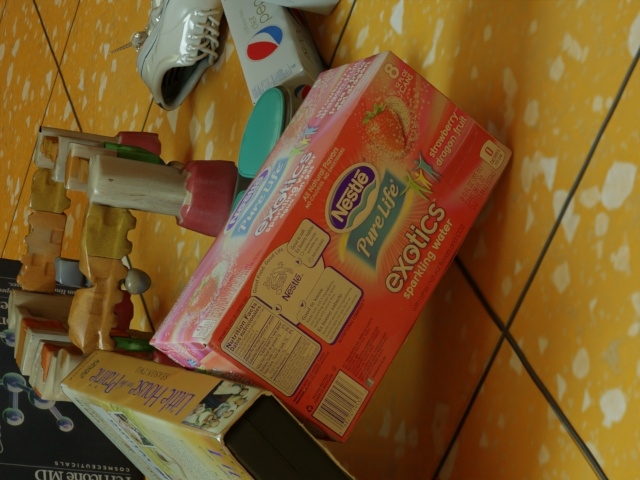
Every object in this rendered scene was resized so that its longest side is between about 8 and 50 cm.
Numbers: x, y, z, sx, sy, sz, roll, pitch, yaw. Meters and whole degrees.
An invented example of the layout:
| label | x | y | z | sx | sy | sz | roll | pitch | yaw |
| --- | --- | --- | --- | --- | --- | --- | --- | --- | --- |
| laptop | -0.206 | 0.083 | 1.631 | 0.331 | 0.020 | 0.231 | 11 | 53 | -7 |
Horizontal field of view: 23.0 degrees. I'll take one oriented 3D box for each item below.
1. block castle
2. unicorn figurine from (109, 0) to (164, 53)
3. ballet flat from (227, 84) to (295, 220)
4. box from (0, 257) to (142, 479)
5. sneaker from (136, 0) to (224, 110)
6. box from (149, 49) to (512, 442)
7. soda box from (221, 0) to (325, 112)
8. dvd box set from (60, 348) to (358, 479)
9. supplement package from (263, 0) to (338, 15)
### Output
| label | x | y | z | sx | sy | sz | roll | pitch | yaw |
| --- | --- | --- | --- | --- | --- | --- | --- | --- | --- |
| block castle | -0.222 | 0.030 | 1.865 | 0.453 | 0.212 | 0.303 | -156 | 76 | -69 |
| unicorn figurine | -0.223 | -0.332 | 2.202 | 0.111 | 0.060 | 0.162 | -20 | 48 | 62 |
| ballet flat | -0.054 | -0.054 | 1.643 | 0.072 | 0.068 | 0.213 | 12 | 86 | 48 |
| box | -0.428 | 0.235 | 2.150 | 0.212 | 0.293 | 0.396 | -57 | 34 | 41 |
| sneaker | -0.158 | -0.270 | 2.017 | 0.091 | 0.094 | 0.258 | 62 | 144 | 26 |
| box | 0.008 | 0.005 | 1.345 | 0.300 | 0.154 | 0.142 | -59 | 21 | -16 |
| soda box | -0.049 | -0.215 | 1.740 | 0.069 | 0.074 | 0.216 | -32 | 44 | 15 |
| dvd box set | -0.053 | 0.231 | 1.387 | 0.062 | 0.308 | 0.420 | -47 | 18 | -17 |
| supplement package | -0.022 | -0.388 | 1.677 | 0.203 | 0.149 | 0.194 | 130 | 141 | -49 |
